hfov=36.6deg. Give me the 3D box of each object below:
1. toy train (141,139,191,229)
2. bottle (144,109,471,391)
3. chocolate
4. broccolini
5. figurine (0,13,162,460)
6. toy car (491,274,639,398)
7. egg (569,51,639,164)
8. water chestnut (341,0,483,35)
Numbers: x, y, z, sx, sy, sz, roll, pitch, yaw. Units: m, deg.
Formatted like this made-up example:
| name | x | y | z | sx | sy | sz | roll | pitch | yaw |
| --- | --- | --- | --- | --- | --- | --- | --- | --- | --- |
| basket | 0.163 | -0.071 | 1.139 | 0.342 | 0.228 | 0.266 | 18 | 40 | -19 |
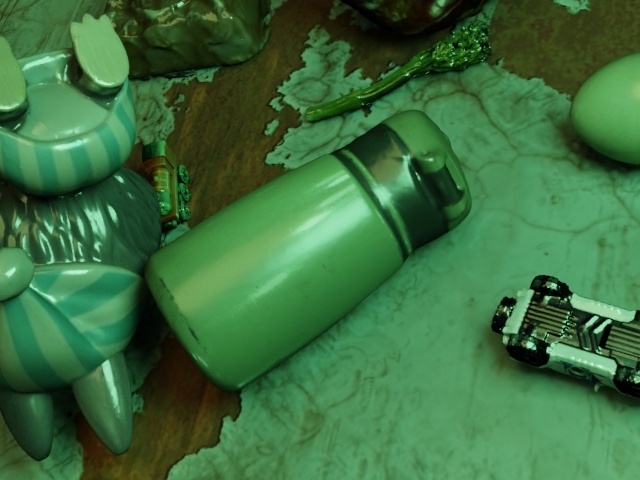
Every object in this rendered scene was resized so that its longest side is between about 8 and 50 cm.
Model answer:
| name | x | y | z | sx | sy | sz | roll | pitch | yaw |
| --- | --- | --- | --- | --- | --- | --- | --- | --- | --- |
| toy train | -0.186 | -0.063 | 1.160 | 0.044 | 0.064 | 0.103 | -15 | 56 | 11 |
| bottle | 0.000 | -0.001 | 0.996 | 0.347 | 0.168 | 0.168 | -34 | 54 | -6 |
| chocolate | -0.178 | -0.302 | 1.283 | 0.214 | 0.093 | 0.148 | -8 | 60 | 17 |
| broccolini | 0.092 | -0.192 | 1.148 | 0.239 | 0.051 | 0.054 | -24 | 30 | 14 |
| figurine | -0.244 | 0.027 | 1.000 | 0.266 | 0.361 | 0.378 | -23 | 81 | -27 |
| toy car | 0.243 | 0.091 | 0.897 | 0.170 | 0.070 | 0.080 | 15 | 68 | 26 |
| egg | 0.328 | -0.133 | 0.971 | 0.152 | 0.114 | 0.114 | -7 | 59 | 23 |
| water chestnut | 0.112 | -0.385 | 1.129 | 0.289 | 0.244 | 0.289 | -9 | 61 | 16 |
